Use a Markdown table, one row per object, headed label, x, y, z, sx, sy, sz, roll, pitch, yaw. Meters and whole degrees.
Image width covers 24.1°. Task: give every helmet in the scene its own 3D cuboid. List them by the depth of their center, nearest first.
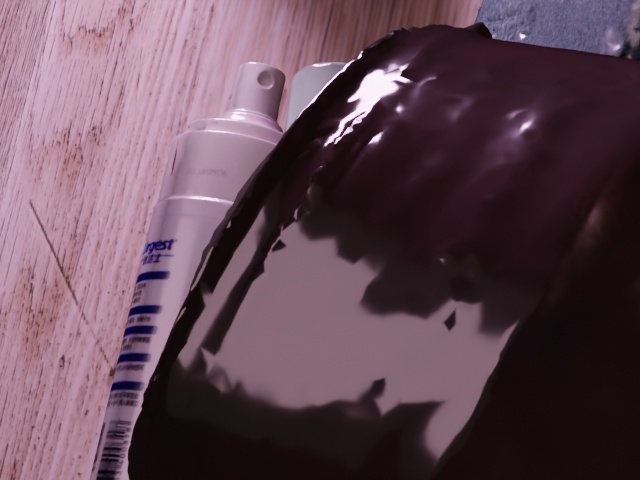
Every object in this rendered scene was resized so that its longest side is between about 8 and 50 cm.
| label | x | y | z | sx | sy | sz | roll | pitch | yaw |
| --- | --- | --- | --- | --- | --- | --- | --- | --- | --- |
| helmet | 0.099 | 0.078 | 0.437 | 0.177 | 0.305 | 0.225 | 9 | 55 | 39 |

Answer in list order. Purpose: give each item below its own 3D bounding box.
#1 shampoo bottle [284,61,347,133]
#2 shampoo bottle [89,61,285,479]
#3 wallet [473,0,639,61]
| label | x | y | z | sx | sy | sz | roll | pitch | yaw |
| --- | --- | --- | --- | --- | --- | --- | --- | --- | --- |
| shampoo bottle | 0.000 | 0.000 | 0.816 | 0.056 | 0.056 | 0.195 | -24 | 54 | 52 |
| shampoo bottle | -0.064 | 0.042 | 0.862 | 0.092 | 0.092 | 0.303 | -13 | 60 | 56 |
| wallet | 0.070 | 0.046 | 0.665 | 0.190 | 0.046 | 0.379 | 4 | 77 | 67 |
